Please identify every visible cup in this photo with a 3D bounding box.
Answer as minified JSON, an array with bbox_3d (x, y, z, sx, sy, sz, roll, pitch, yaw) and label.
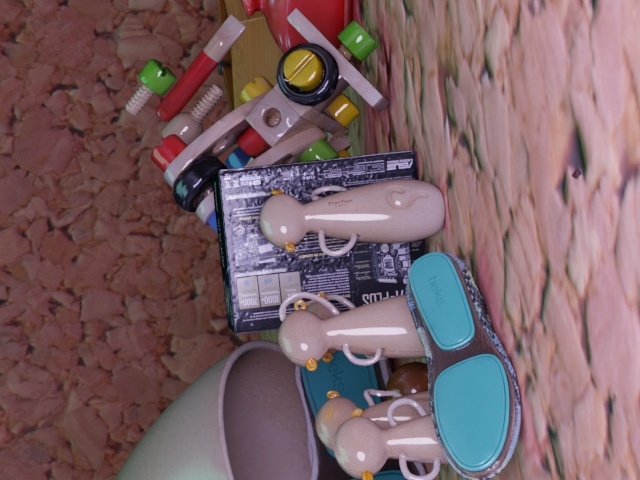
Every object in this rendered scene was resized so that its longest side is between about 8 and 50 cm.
[{"bbox_3d":[-0.096,0.304,1.547,0.331,0.237,0.331,48,-155,-31],"label":"cup"}]

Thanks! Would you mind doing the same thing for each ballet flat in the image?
[{"bbox_3d":[0.051,0.256,1.463,0.400,0.139,0.139,-97,5,-46],"label":"ballet flat"},{"bbox_3d":[0.109,0.094,1.059,0.070,0.070,0.188,94,170,-55],"label":"ballet flat"}]

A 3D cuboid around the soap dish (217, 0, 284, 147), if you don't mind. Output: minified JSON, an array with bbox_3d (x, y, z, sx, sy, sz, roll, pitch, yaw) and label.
[{"bbox_3d":[-0.078,-0.265,2.000,0.291,0.118,0.229,-104,10,-56],"label":"soap dish"}]

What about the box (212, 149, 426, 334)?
[{"bbox_3d":[0.000,0.000,1.323,0.077,0.180,0.147,-168,72,-81],"label":"box"}]

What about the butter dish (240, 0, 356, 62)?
[{"bbox_3d":[-0.027,-0.264,1.577,0.160,0.118,0.160,-103,9,-48],"label":"butter dish"}]

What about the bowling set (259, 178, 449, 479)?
[{"bbox_3d":[0.040,0.109,1.200,0.200,0.154,0.287,92,169,-50],"label":"bowling set"}]

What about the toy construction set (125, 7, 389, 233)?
[{"bbox_3d":[-0.040,-0.140,1.488,0.257,0.237,0.309,24,-160,-49],"label":"toy construction set"}]
